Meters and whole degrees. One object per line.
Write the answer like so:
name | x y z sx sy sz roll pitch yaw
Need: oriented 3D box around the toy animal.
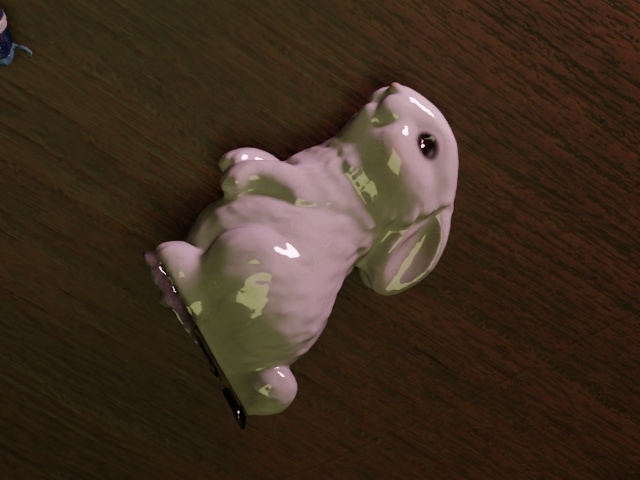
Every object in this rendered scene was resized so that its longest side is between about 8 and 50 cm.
toy animal | 0.000 0.000 1.530 0.357 0.194 0.257 -31 96 -6

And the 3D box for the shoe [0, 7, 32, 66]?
shoe | -0.372 -0.181 1.497 0.143 0.064 0.071 -33 124 8
